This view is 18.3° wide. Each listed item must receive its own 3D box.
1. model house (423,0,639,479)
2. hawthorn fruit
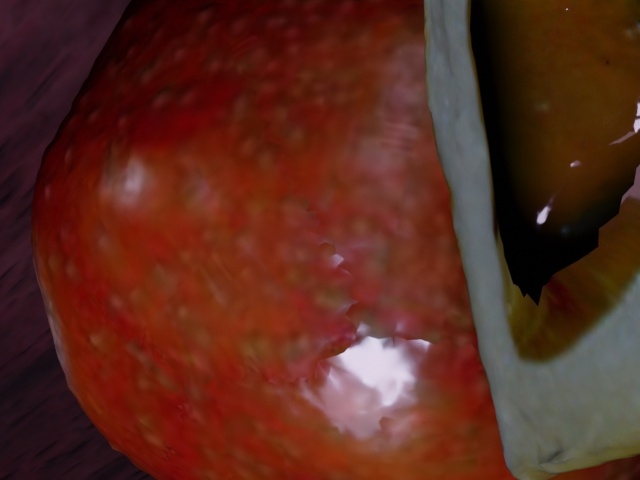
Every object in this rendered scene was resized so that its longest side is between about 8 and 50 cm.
[{"bbox_3d":[0.165,-0.066,0.622,0.173,0.239,0.268,54,142,35],"label":"model house"},{"bbox_3d":[0.000,0.000,0.795,0.300,0.254,0.254,-2,141,41],"label":"hawthorn fruit"}]
